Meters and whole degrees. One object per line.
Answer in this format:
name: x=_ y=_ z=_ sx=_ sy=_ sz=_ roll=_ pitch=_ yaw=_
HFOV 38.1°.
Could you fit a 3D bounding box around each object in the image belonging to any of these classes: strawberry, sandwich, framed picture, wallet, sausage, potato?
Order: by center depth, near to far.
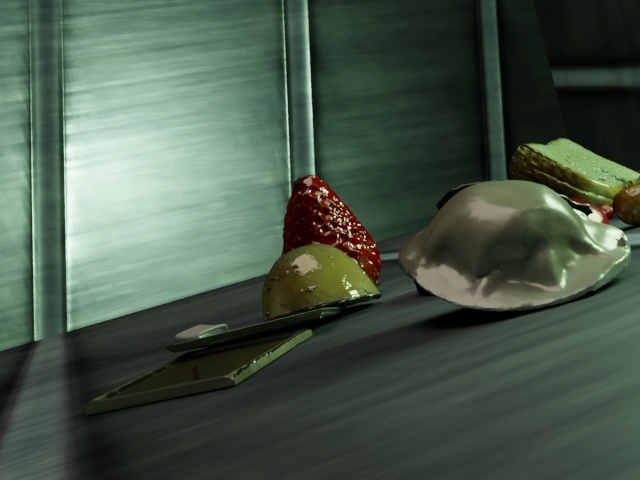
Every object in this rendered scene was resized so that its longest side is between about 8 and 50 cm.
framed picture: x=-0.154 y=0.172 z=1.250 sx=0.213 sy=0.016 sz=0.289 roll=-14 pitch=2 yaw=19
framed picture: x=-0.094 y=0.139 z=1.451 sx=0.252 sy=0.014 sz=0.197 roll=-14 pitch=-6 yaw=10
potato: x=-0.009 y=0.065 z=1.538 sx=0.202 sy=0.117 sz=0.182 roll=-13 pitch=-10 yaw=-4
wallet: x=-0.215 y=0.170 z=1.682 sx=0.061 sy=0.025 sz=0.122 roll=-14 pitch=1 yaw=-29
strawberry: x=0.000 y=0.000 z=1.712 sx=0.205 sy=0.244 sz=0.205 roll=-17 pitch=1 yaw=0
sausage: x=0.681 y=-0.092 z=1.739 sx=0.302 sy=0.076 sz=0.103 roll=-14 pitch=-6 yaw=-29
sandwich: x=0.588 y=-0.140 z=2.107 sx=0.249 sy=0.095 sz=0.273 roll=32 pitch=26 yaw=27

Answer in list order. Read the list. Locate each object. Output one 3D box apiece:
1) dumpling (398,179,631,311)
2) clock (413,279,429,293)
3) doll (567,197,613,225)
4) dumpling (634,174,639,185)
dumpling: x=0.241 y=0.001 z=1.157 sx=0.293 sy=0.163 sz=0.204 roll=-3 pitch=-1 yaw=7
clock: x=0.241 y=0.048 z=1.513 sx=0.185 sy=0.040 sz=0.184 roll=-15 pitch=1 yaw=0
doll: x=0.356 y=-0.012 z=1.441 sx=0.217 sy=0.085 sz=0.183 roll=-21 pitch=35 yaw=-25
dumpling: x=0.773 y=-0.141 z=1.960 sx=0.252 sy=0.131 sz=0.179 roll=-6 pitch=-25 yaw=-19
